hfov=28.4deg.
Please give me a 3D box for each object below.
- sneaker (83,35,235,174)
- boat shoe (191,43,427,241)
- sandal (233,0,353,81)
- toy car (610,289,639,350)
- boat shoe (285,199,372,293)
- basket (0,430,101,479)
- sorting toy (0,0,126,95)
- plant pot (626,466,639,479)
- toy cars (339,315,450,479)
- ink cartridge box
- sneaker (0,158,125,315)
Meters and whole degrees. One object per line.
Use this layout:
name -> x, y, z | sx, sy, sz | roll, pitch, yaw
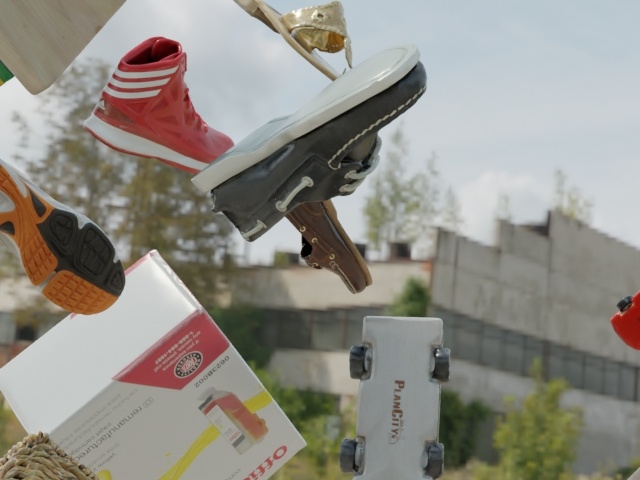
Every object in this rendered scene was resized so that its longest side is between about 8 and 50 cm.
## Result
sneaker -> -0.153, -0.151, 1.421 | 0.087, 0.128, 0.221 | 36, 16, 29
boat shoe -> 0.003, -0.080, 1.117 | 0.091, 0.114, 0.302 | 53, -35, -10
sandal -> -0.010, -0.263, 1.521 | 0.240, 0.079, 0.088 | 42, 10, 31
toy car -> 0.435, 0.028, 1.345 | 0.225, 0.239, 0.053 | 20, 23, 36
boat shoe -> 0.000, 0.000, 1.707 | 0.073, 0.073, 0.207 | 34, -21, 57
basket -> -0.239, 0.369, 1.166 | 0.299, 0.213, 0.223 | 43, 6, -12
sorting toy -> -0.363, -0.308, 1.406 | 0.089, 0.255, 0.257 | -26, -67, 31
plant pot -> 0.403, 0.310, 1.105 | 0.280, 0.323, 0.323 | 50, -15, -1
toy cars -> 0.140, 0.252, 1.235 | 0.176, 0.393, 0.087 | -37, -16, -2
ink cartridge box -> -0.225, 0.245, 1.787 | 0.160, 0.279, 0.384 | 43, -11, 42
sneaker -> -0.324, -0.024, 1.412 | 0.262, 0.099, 0.121 | 45, -1, -23
